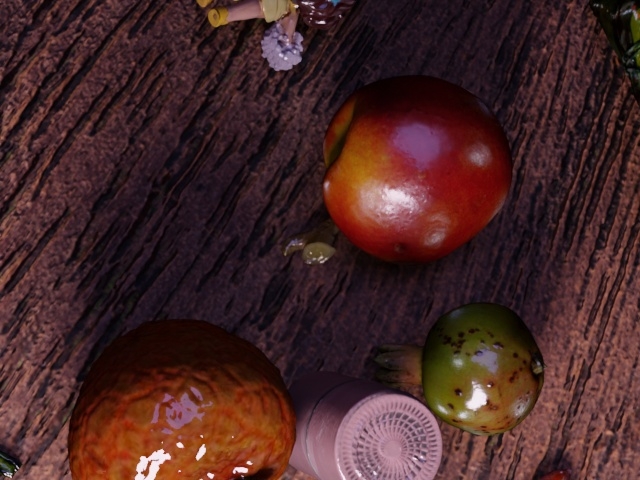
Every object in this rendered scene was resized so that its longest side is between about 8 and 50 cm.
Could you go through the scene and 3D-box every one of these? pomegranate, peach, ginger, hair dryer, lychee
[{"bbox_3d":[0.167,0.152,1.948,0.205,0.159,0.159,1,65,15],"label":"pomegranate"},{"bbox_3d":[0.120,-0.085,1.996,0.243,0.199,0.243,4,77,-17],"label":"peach"},{"bbox_3d":[0.000,0.001,2.022,0.097,0.030,0.048,-26,75,-20],"label":"ginger"},{"bbox_3d":[0.072,0.321,1.851,0.125,0.210,0.352,-23,100,-20],"label":"hair dryer"},{"bbox_3d":[-0.150,0.215,1.777,0.255,0.255,0.300,-18,35,-20],"label":"lychee"}]

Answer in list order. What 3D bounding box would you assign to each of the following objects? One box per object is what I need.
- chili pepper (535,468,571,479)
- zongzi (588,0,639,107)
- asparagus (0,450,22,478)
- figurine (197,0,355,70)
[{"bbox_3d":[0.248,0.333,1.938,0.059,0.050,0.191,37,52,6],"label":"chili pepper"},{"bbox_3d":[0.552,-0.239,2.094,0.319,0.362,0.383,-2,64,-45],"label":"zongzi"},{"bbox_3d":[-0.437,0.198,1.839,0.233,0.023,0.022,31,20,0],"label":"asparagus"},{"bbox_3d":[-0.046,-0.321,2.096,0.240,0.116,0.174,-24,75,-21],"label":"figurine"}]
